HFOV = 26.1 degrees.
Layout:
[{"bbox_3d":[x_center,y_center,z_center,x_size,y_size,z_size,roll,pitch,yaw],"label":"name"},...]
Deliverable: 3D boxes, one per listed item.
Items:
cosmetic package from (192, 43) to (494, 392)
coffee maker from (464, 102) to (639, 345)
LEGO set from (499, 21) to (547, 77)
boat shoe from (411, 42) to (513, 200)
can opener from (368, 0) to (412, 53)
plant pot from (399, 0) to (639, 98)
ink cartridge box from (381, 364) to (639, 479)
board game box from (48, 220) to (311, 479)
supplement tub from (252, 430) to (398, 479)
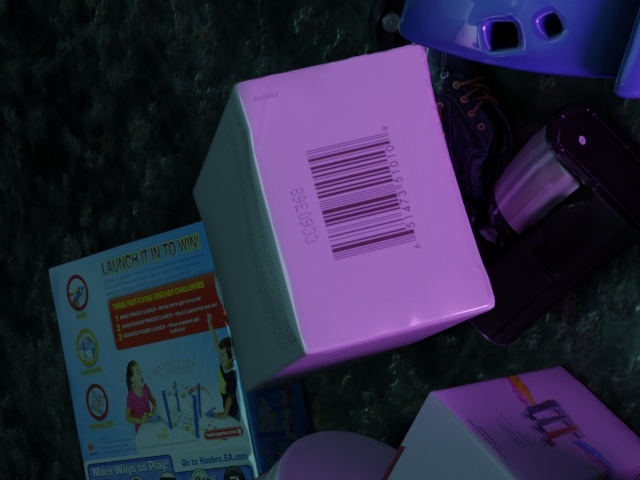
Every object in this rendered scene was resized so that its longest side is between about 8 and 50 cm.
[{"bbox_3d":[0.000,0.000,1.175,0.385,0.156,0.217,138,118,-78],"label":"cosmetic package"},{"bbox_3d":[0.192,0.007,1.132,0.178,0.120,0.171,-46,64,38],"label":"coffee maker"},{"bbox_3d":[0.174,-0.176,1.200,0.083,0.023,0.054,54,132,9],"label":"LEGO set"},{"bbox_3d":[0.130,-0.124,1.221,0.083,0.065,0.183,15,112,41],"label":"boat shoe"},{"bbox_3d":[0.067,-0.155,1.291,0.059,0.073,0.186,9,108,4],"label":"can opener"},{"bbox_3d":[0.226,-0.223,0.997,0.212,0.236,0.236,26,112,31],"label":"plant pot"},{"bbox_3d":[0.162,0.199,1.146,0.127,0.176,0.128,46,124,35],"label":"ink cartridge box"},{"bbox_3d":[-0.157,0.148,1.518,0.308,0.086,0.302,-14,85,45],"label":"board game box"},{"bbox_3d":[-0.017,0.356,1.305,0.228,0.228,0.316,49,126,29],"label":"supplement tub"}]
